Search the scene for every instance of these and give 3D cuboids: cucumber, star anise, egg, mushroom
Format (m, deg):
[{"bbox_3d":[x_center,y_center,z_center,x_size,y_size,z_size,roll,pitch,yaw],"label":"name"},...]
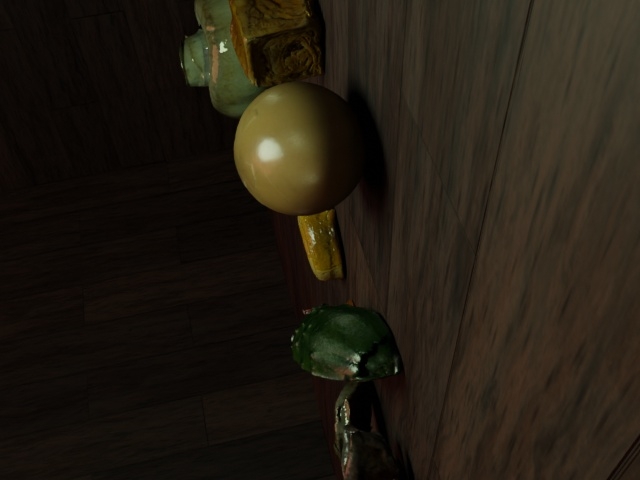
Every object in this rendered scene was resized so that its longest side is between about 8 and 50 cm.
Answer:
[{"bbox_3d":[0.038,0.177,1.355,0.325,0.145,0.105,-170,68,-73],"label":"cucumber"},{"bbox_3d":[0.115,0.480,1.363,0.331,0.117,0.332,160,90,-84],"label":"star anise"},{"bbox_3d":[-0.026,-0.136,1.137,0.244,0.201,0.201,-148,45,-64],"label":"egg"},{"bbox_3d":[-0.229,-0.491,1.965,0.352,0.260,0.353,171,90,-89],"label":"mushroom"}]

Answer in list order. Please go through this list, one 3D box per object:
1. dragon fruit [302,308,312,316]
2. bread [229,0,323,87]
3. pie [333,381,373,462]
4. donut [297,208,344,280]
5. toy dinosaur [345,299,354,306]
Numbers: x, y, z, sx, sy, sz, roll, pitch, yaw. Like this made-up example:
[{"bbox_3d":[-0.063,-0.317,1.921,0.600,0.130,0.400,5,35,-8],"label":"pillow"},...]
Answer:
[{"bbox_3d":[0.027,0.222,1.852,0.162,0.083,0.106,60,-171,8],"label":"dragon fruit"},{"bbox_3d":[-0.078,-0.376,1.351,0.149,0.158,0.143,100,160,-61],"label":"bread"},{"bbox_3d":[0.069,0.372,1.566,0.195,0.046,0.195,2,-90,-71],"label":"pie"},{"bbox_3d":[-0.001,0.000,1.677,0.174,0.074,0.190,-147,45,-80],"label":"donut"},{"bbox_3d":[0.062,0.179,1.620,0.212,0.057,0.142,-49,27,43],"label":"toy dinosaur"}]
